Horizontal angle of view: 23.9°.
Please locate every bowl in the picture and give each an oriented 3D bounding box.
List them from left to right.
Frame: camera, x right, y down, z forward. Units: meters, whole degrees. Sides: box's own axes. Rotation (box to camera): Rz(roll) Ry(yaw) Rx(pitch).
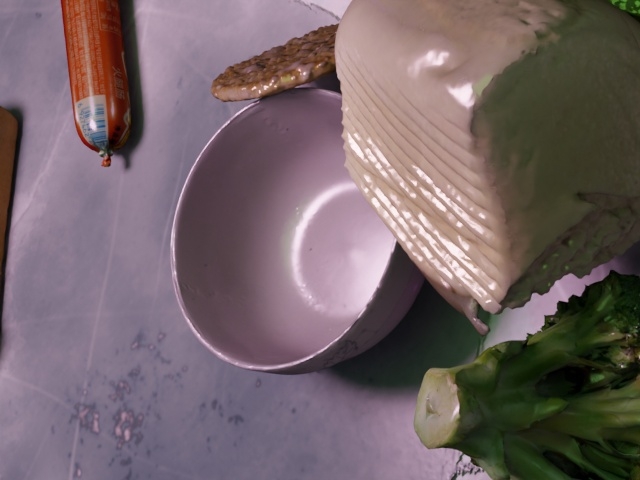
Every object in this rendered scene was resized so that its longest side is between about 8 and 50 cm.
[{"bbox_3d":[0.000,0.000,1.530,0.287,0.143,0.287,-10,73,36],"label":"bowl"}]

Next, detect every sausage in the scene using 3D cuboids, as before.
[{"bbox_3d":[-0.273,-0.213,1.837,0.083,0.083,0.264,-20,69,32],"label":"sausage"}]

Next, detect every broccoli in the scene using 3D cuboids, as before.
[{"bbox_3d":[0.197,0.164,1.263,0.254,0.269,0.269,-50,53,37],"label":"broccoli"}]

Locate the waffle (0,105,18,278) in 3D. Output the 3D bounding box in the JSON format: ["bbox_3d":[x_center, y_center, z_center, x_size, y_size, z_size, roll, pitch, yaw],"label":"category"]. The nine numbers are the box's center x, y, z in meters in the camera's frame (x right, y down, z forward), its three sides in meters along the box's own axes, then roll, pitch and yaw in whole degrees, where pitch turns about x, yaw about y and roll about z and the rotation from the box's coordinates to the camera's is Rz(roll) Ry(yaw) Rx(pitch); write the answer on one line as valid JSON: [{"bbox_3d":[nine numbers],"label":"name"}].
[{"bbox_3d":[-0.524,-0.002,1.975,0.304,0.077,0.348,-6,75,35],"label":"waffle"}]

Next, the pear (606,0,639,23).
[{"bbox_3d":[0.331,-0.297,1.340,0.292,0.159,0.292,3,97,21],"label":"pear"}]

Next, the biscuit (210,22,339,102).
[{"bbox_3d":[-0.011,-0.191,1.562,0.219,0.220,0.033,-10,108,35],"label":"biscuit"}]

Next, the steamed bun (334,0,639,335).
[{"bbox_3d":[0.177,-0.120,1.276,0.272,0.273,0.290,-30,44,-21],"label":"steamed bun"}]
